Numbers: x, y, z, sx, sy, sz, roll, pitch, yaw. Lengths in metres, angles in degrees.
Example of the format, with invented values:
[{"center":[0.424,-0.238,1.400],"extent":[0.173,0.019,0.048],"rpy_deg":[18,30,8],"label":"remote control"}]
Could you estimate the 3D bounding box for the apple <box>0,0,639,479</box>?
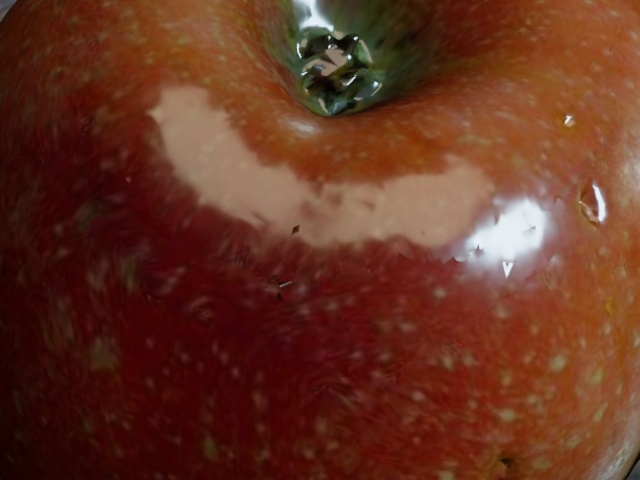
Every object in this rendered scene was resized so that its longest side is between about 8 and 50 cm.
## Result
[{"center":[0.000,0.000,0.650],"extent":[0.348,0.277,0.348],"rpy_deg":[3,52,-4],"label":"apple"}]
